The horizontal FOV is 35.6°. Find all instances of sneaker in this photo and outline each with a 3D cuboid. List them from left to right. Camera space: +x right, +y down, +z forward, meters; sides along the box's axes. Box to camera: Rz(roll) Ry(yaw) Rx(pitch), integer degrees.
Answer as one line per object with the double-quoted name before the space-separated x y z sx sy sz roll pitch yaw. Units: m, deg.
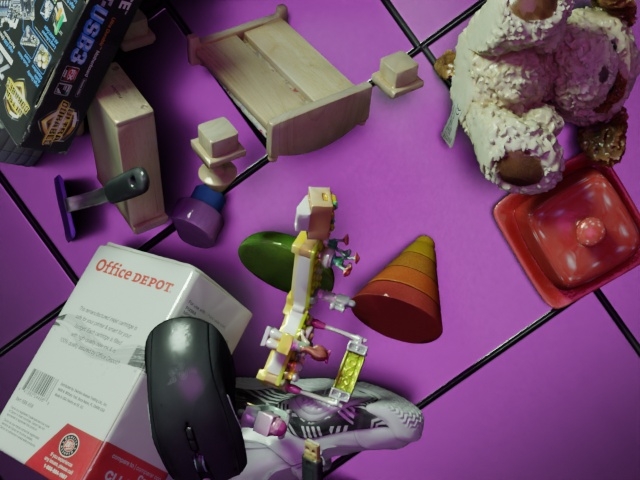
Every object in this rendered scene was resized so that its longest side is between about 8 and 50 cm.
"sneaker" -0.055 0.283 1.236 0.366 0.137 0.210 1 94 7

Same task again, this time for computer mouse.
"computer mouse" -0.092 0.208 1.044 0.184 0.060 0.262 -2 105 6

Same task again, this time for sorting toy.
"sorting toy" 0.000 0.000 1.247 0.365 0.127 0.126 23 65 3

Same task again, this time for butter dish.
"butter dish" 0.317 -0.012 1.208 0.160 0.118 0.160 -31 91 3

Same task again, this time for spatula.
"spatula" -0.263 -0.052 1.164 0.030 0.296 0.084 -14 91 -36

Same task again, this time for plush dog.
"plush dog" 0.276 -0.200 1.189 0.225 0.210 0.262 -4 106 -15

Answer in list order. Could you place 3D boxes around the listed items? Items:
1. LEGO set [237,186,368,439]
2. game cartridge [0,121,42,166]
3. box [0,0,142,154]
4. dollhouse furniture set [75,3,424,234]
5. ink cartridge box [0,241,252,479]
"LEGO set" 0.004 0.087 1.121 0.107 0.132 0.287 19 97 12
"game cartridge" -0.510 -0.206 1.175 0.355 0.230 0.068 35 96 0
"box" -0.314 -0.300 1.125 0.295 0.073 0.293 50 120 34
"dollhouse furniture set" -0.109 -0.173 1.236 0.355 0.174 0.303 -23 52 -23
"ink cartridge box" -0.232 0.156 1.157 0.197 0.114 0.273 12 69 44
